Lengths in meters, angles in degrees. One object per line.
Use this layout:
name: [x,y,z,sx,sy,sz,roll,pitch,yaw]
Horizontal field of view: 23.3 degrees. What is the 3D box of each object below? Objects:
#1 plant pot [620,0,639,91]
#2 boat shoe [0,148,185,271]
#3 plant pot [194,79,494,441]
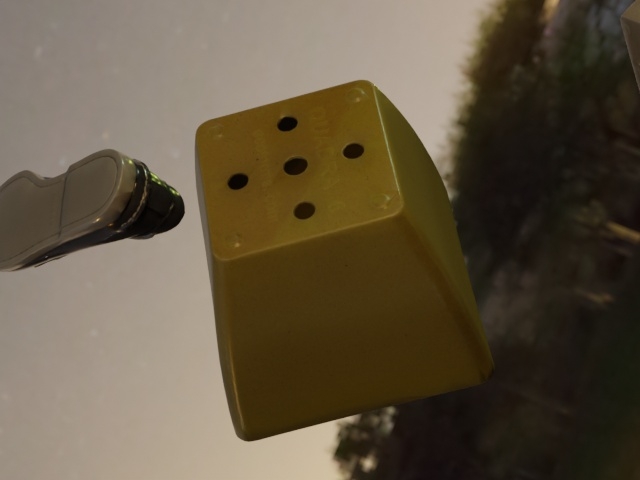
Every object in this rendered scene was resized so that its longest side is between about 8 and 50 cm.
plant pot: [0.249,-0.119,0.955,0.109,0.096,0.109,70,170,-24]
boat shoe: [-0.170,-0.011,1.072,0.206,0.065,0.075,-14,61,49]
plant pot: [0.000,0.000,1.217,0.187,0.212,0.212,70,-173,-50]
